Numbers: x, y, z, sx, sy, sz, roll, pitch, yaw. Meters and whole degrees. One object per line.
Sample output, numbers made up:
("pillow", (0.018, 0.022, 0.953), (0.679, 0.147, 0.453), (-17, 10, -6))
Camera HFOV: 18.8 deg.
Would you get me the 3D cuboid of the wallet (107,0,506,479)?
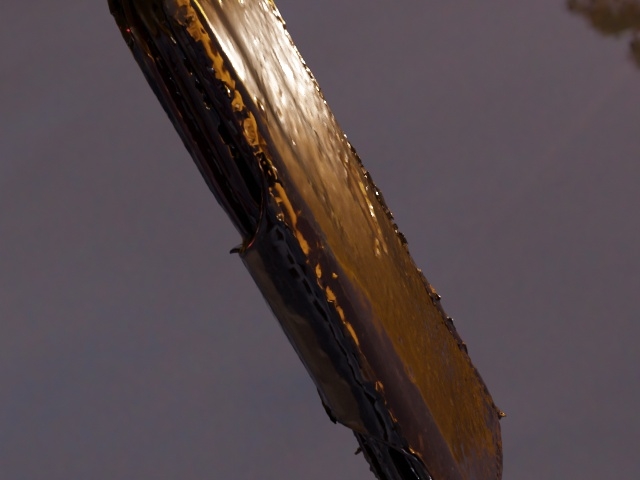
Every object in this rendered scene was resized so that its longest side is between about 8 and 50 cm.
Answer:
("wallet", (0.000, 0.000, 0.608), (0.031, 0.232, 0.122), (-23, -158, 15))
